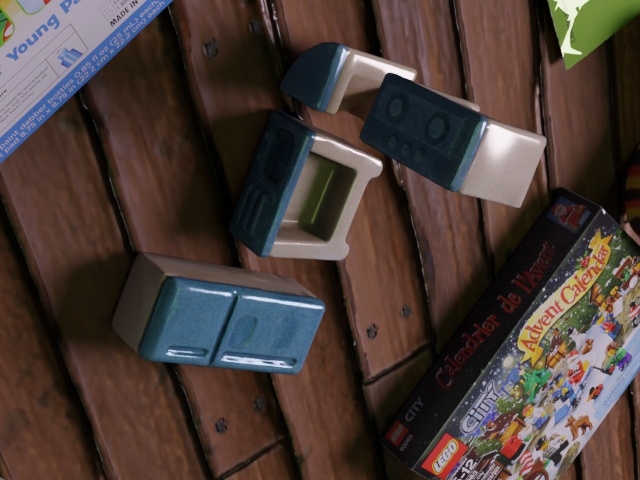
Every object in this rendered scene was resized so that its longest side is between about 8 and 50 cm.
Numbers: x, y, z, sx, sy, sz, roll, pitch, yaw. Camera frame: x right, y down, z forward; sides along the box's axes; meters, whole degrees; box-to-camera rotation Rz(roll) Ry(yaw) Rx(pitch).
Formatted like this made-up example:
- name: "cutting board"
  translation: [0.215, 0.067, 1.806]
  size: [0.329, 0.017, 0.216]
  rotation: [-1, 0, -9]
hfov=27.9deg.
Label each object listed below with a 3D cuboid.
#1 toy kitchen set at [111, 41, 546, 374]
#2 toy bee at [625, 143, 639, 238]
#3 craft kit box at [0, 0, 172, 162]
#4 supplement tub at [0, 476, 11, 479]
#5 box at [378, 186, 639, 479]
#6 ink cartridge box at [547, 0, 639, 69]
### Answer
- name: "toy kitchen set"
  translation: [0.000, 0.000, 0.724]
  size: [0.122, 0.166, 0.207]
  rotation: [11, 107, -39]
- name: "toy bee"
  translation: [0.347, -0.114, 0.952]
  size: [0.298, 0.162, 0.195]
  rotation: [-22, 138, 5]
- name: "craft kit box"
  translation: [-0.189, -0.105, 0.540]
  size: [0.250, 0.061, 0.246]
  rotation: [-45, 160, -9]
- name: "supplement tub"
  translation: [-0.280, 0.178, 0.567]
  size: [0.325, 0.235, 0.235]
  rotation: [35, 91, -42]
- name: "box"
  translation: [0.168, 0.096, 0.980]
  size: [0.159, 0.044, 0.233]
  rotation: [36, 90, -43]
- name: "ink cartridge box"
  translation: [0.262, -0.236, 0.837]
  size: [0.255, 0.097, 0.189]
  rotation: [-37, 130, -16]
